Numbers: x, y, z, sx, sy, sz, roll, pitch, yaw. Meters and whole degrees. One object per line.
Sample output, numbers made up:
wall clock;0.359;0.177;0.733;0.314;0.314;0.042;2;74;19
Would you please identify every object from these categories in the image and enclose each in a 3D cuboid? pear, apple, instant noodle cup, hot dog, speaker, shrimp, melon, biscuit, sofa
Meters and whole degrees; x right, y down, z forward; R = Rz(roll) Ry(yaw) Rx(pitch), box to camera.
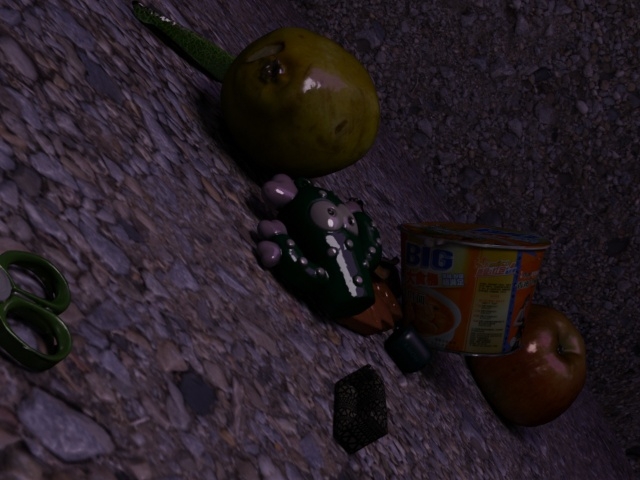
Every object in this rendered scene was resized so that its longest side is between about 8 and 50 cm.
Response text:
pear;-0.032;-0.224;1.222;0.269;0.269;0.321;58;4;9
apple;0.504;0.284;1.722;0.277;0.250;0.309;47;21;-27
instant noodle cup;0.282;0.088;1.379;0.296;0.297;0.213;-25;120;-73
hot dog;0.137;0.077;1.478;0.062;0.038;0.144;47;16;-16
speaker;0.150;0.192;1.280;0.075;0.060;0.094;53;-19;-6
shrimp;0.090;-0.007;1.347;0.152;0.046;0.219;46;18;-19
melon;-0.238;-0.367;1.286;0.114;0.053;0.262;54;14;24
biscuit;0.057;0.067;1.262;0.284;0.043;0.306;51;17;-13
sofa;0.052;0.215;0.931;0.039;0.060;0.118;54;16;-18

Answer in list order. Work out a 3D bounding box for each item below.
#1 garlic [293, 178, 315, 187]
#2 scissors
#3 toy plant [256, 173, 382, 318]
garlic;-0.034;-0.092;1.302;0.041;0.053;0.083;52;8;-5
scissors;-0.259;0.020;0.505;0.204;0.027;0.101;41;20;-45
toy plant;0.003;-0.001;1.111;0.233;0.113;0.243;29;41;-28
